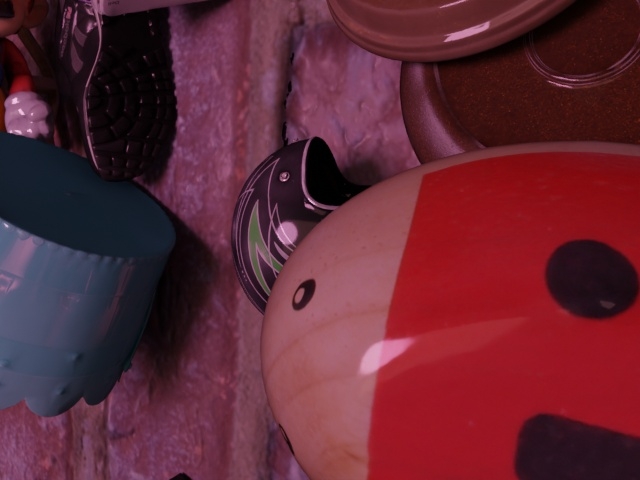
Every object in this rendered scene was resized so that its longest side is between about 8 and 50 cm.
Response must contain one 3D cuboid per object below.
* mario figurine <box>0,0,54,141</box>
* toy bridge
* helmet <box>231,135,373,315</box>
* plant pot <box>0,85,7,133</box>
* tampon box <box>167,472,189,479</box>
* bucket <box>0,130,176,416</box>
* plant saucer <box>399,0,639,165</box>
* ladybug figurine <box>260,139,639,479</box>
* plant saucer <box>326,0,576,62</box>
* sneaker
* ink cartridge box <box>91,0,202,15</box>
[{"bbox_3d":[-0.390,-0.205,0.665,0.170,0.198,0.320,30,102,22],"label":"mario figurine"},{"bbox_3d":[-0.362,-0.196,0.786,0.026,0.063,0.188,-15,89,27],"label":"toy bridge"},{"bbox_3d":[0.000,0.000,0.555,0.162,0.169,0.169,22,103,8],"label":"helmet"},{"bbox_3d":[-0.543,-0.195,0.820,0.188,0.205,0.205,41,110,37],"label":"plant pot"},{"bbox_3d":[-0.150,0.365,0.680,0.161,0.101,0.120,34,107,21],"label":"tampon box"},{"bbox_3d":[-0.299,0.022,0.653,0.281,0.281,0.183,38,107,21],"label":"bucket"},{"bbox_3d":[0.200,-0.150,0.469,0.311,0.050,0.310,-6,77,26],"label":"plant saucer"},{"bbox_3d":[0.170,0.096,0.369,0.450,0.162,0.305,5,100,11],"label":"ladybug figurine"},{"bbox_3d":[0.115,-0.271,0.496,0.278,0.041,0.277,-13,63,28],"label":"plant saucer"},{"bbox_3d":[-0.249,-0.206,0.725,0.124,0.107,0.283,-3,88,44],"label":"sneaker"},{"bbox_3d":[-0.187,-0.352,0.628,0.219,0.160,0.092,62,153,11],"label":"ink cartridge box"}]
